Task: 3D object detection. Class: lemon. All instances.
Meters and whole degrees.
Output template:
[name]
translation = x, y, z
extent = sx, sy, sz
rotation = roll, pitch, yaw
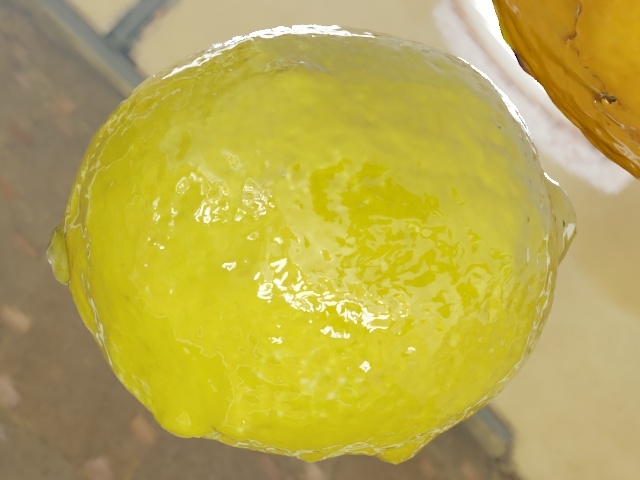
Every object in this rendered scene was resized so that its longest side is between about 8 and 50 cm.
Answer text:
[lemon]
translation = 0.000, 0.000, 0.901
extent = 0.288, 0.233, 0.233
rotation = -1, -142, -12

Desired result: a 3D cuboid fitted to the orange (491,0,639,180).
[orange]
translation = 0.159, -0.107, 0.526
extent = 0.219, 0.219, 0.193
rotation = 42, -136, -16
